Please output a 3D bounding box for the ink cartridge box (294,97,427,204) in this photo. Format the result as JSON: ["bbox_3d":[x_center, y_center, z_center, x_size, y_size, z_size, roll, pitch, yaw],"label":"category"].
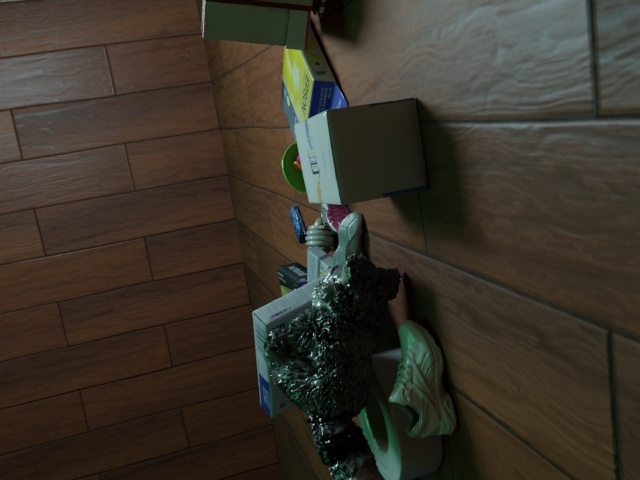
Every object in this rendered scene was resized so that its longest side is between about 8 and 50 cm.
[{"bbox_3d":[0.070,-0.163,1.253,0.232,0.171,0.168,-165,64,-74],"label":"ink cartridge box"}]

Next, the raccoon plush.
[{"bbox_3d":[0.094,0.244,1.326,0.299,0.216,0.446,-45,64,21],"label":"raccoon plush"}]

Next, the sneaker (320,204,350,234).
[{"bbox_3d":[0.037,-0.055,1.679,0.170,0.063,0.075,-114,18,-54],"label":"sneaker"}]

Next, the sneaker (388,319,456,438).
[{"bbox_3d":[0.181,0.272,1.278,0.090,0.115,0.232,132,124,-67],"label":"sneaker"}]

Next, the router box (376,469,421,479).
[{"bbox_3d":[0.222,0.709,1.537,0.335,0.082,0.301,178,81,-75],"label":"router box"}]

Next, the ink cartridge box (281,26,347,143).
[{"bbox_3d":[-0.029,-0.349,1.687,0.304,0.072,0.307,102,155,-56],"label":"ink cartridge box"}]

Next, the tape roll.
[{"bbox_3d":[0.165,0.387,1.468,0.286,0.100,0.286,168,90,-75],"label":"tape roll"}]

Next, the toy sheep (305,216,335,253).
[{"bbox_3d":[0.000,0.000,1.818,0.091,0.091,0.132,161,116,-75],"label":"toy sheep"}]

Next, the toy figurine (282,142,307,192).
[{"bbox_3d":[0.016,-0.176,1.592,0.173,0.130,0.159,48,151,-19],"label":"toy figurine"}]

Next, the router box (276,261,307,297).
[{"bbox_3d":[-0.058,0.219,2.210,0.309,0.080,0.243,-158,58,-73],"label":"router box"}]

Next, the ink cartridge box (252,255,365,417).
[{"bbox_3d":[-0.004,0.235,1.598,0.071,0.330,0.324,40,144,40],"label":"ink cartridge box"}]

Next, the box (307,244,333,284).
[{"bbox_3d":[0.035,0.119,1.752,0.186,0.038,0.145,38,142,35],"label":"box"}]

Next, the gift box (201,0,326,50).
[{"bbox_3d":[-0.121,-0.565,1.424,0.255,0.258,0.277,-109,26,-59],"label":"gift box"}]

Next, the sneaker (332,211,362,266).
[{"bbox_3d":[0.074,0.002,1.595,0.053,0.061,0.152,32,115,40],"label":"sneaker"}]

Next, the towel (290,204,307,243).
[{"bbox_3d":[-0.075,-0.051,2.165,0.067,0.029,0.120,101,153,-58],"label":"towel"}]
